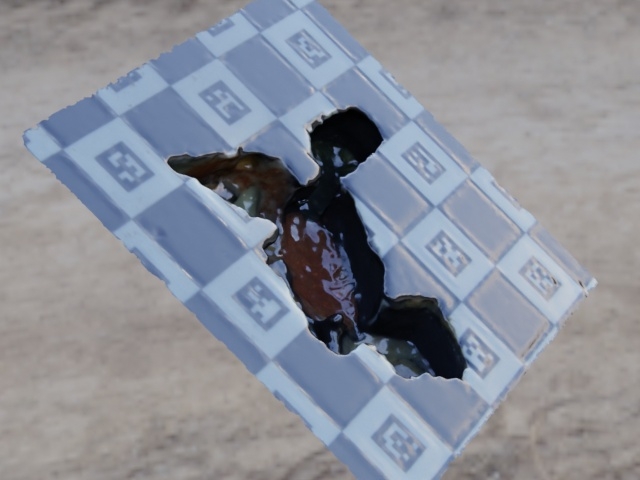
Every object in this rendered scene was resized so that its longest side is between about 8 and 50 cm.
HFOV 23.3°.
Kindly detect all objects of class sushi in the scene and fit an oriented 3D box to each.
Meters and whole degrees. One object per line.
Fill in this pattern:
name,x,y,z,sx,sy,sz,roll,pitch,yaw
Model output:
sushi,0.000,0.000,1.109,0.343,0.064,0.359,45,39,3
